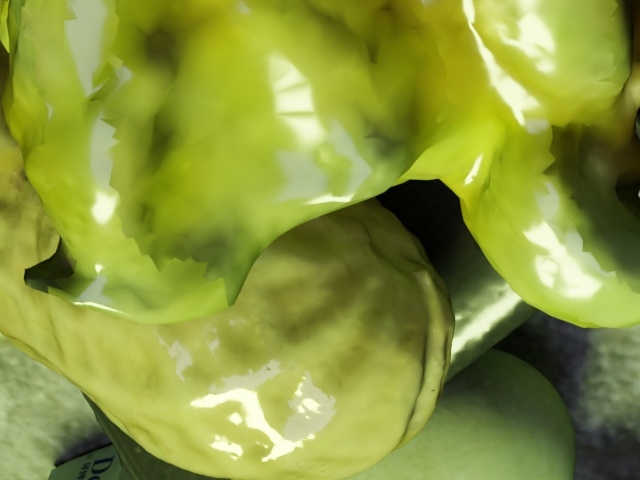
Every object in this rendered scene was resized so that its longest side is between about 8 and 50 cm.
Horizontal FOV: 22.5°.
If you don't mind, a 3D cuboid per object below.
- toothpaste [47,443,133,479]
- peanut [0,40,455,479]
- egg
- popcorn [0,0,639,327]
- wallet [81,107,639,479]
[{"bbox_3d":[-0.040,0.259,0.909,0.067,0.081,0.336,-24,118,24],"label":"toothpaste"},{"bbox_3d":[-0.082,-0.011,0.656,0.305,0.147,0.147,30,132,29],"label":"peanut"},{"bbox_3d":[0.051,0.112,0.768,0.152,0.114,0.114,-36,112,26],"label":"egg"},{"bbox_3d":[0.019,-0.146,0.481,0.274,0.279,0.335,31,98,-24],"label":"popcorn"},{"bbox_3d":[0.000,0.000,0.714,0.321,0.044,0.170,-42,80,32],"label":"wallet"}]
